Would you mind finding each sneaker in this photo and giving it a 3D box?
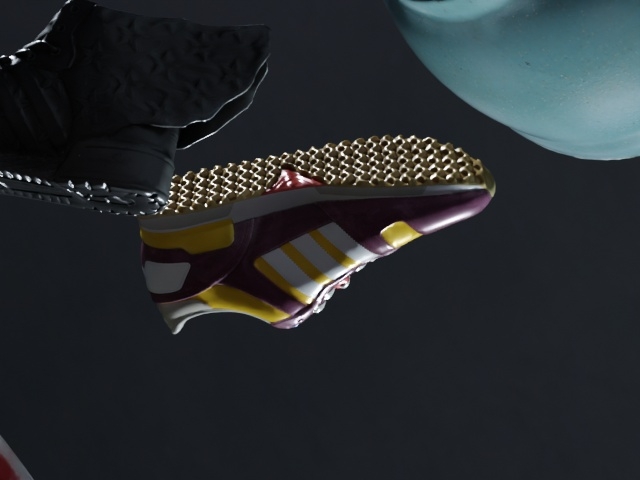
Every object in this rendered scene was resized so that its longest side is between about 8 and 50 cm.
[{"bbox_3d":[0.000,0.000,0.860,0.069,0.185,0.084,-90,-8,-66],"label":"sneaker"},{"bbox_3d":[-0.110,-0.063,0.682,0.051,0.170,0.089,106,174,-73],"label":"sneaker"}]

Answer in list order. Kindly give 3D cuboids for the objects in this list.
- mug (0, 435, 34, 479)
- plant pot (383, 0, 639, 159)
[{"bbox_3d":[-0.139,0.113,0.394,0.113,0.169,0.150,62,-177,12],"label":"mug"},{"bbox_3d":[0.141,-0.213,1.046,0.196,0.293,0.293,12,-139,-46],"label":"plant pot"}]
